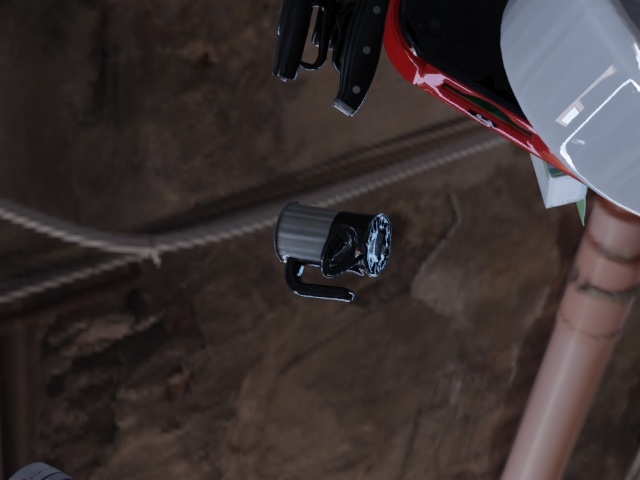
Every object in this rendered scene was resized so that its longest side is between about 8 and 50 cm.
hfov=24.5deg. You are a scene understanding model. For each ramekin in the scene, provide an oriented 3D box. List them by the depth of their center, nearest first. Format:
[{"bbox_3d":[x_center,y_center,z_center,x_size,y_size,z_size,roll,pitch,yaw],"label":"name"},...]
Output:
[{"bbox_3d":[0.271,-0.144,1.122,0.277,0.135,0.277,18,-129,-24],"label":"ramekin"}]

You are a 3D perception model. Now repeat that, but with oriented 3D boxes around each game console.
[{"bbox_3d":[0.288,-0.229,1.436,0.386,0.060,0.342,31,-104,2],"label":"game console"}]

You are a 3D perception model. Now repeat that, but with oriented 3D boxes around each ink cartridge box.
[{"bbox_3d":[0.263,-0.119,1.703,0.056,0.235,0.171,-14,-107,2],"label":"ink cartridge box"}]

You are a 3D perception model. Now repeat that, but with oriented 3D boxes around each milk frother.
[{"bbox_3d":[0.000,0.000,1.900,0.135,0.143,0.129,8,-119,27],"label":"milk frother"}]

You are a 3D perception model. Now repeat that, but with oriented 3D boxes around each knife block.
[{"bbox_3d":[0.030,-0.241,1.091,0.088,0.275,0.242,12,-129,-5],"label":"knife block"}]

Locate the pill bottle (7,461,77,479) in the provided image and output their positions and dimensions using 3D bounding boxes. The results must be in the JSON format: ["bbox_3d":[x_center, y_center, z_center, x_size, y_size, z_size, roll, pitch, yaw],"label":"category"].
[{"bbox_3d":[-0.234,0.311,1.488,0.193,0.108,0.108,24,-133,22],"label":"pill bottle"}]
